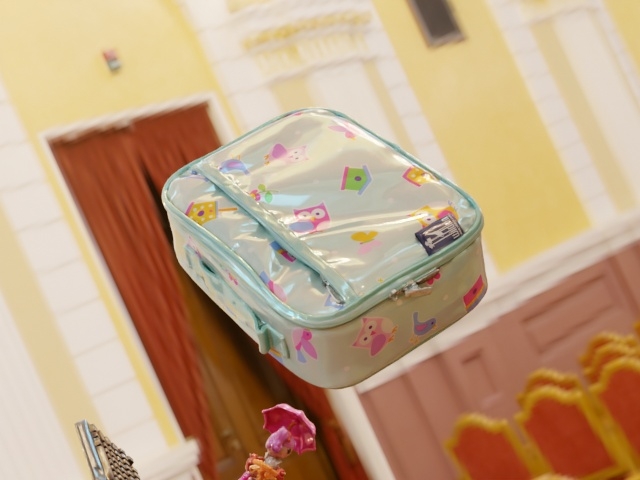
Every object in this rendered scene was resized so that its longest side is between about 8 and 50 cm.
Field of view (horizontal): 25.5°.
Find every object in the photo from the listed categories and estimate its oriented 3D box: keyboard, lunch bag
[{"bbox_3d":[-0.158,0.228,1.201,0.023,0.108,0.180,-35,30,-1],"label":"keyboard"},{"bbox_3d":[0.000,0.000,1.265,0.224,0.108,0.279,-28,44,-26],"label":"lunch bag"}]

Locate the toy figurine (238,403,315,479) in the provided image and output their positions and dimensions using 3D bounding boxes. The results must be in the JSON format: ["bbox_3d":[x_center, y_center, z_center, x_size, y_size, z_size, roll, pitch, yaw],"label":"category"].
[{"bbox_3d":[-0.068,0.286,1.805,0.159,0.130,0.173,-65,-8,-2],"label":"toy figurine"}]
